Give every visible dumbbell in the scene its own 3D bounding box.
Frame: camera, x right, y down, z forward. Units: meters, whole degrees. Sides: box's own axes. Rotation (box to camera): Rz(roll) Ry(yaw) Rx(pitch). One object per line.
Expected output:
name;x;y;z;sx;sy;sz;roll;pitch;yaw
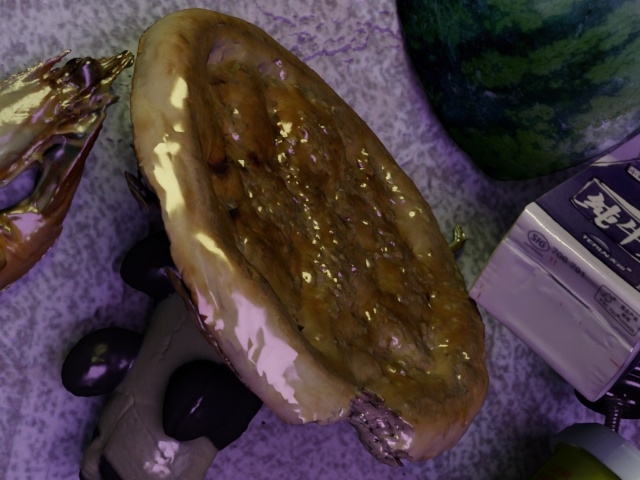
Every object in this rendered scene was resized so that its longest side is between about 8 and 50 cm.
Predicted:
dumbbell;0.270;0.079;1.440;0.099;0.099;0.208;29;59;-24

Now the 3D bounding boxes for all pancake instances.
pancake;-0.001;0.001;1.217;0.071;0.382;0.382;-34;115;26

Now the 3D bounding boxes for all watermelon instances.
watermelon;0.209;-0.244;1.327;0.319;0.222;0.292;-45;116;-12

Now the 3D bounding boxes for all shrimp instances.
shrimp;-0.236;-0.051;1.242;0.267;0.061;0.145;-47;120;-15

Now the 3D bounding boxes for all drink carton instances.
drink carton;0.240;0.016;1.316;0.222;0.134;0.102;-29;154;-49

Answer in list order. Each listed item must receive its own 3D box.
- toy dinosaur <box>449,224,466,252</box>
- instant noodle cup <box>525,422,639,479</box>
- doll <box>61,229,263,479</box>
toy dinosaur;0.054;0.036;1.390;0.180;0.037;0.058;-42;106;-14
instant noodle cup;0.187;0.345;1.369;0.308;0.294;0.294;-38;110;-6
doll;-0.100;0.100;1.275;0.234;0.143;0.135;-59;142;-16
